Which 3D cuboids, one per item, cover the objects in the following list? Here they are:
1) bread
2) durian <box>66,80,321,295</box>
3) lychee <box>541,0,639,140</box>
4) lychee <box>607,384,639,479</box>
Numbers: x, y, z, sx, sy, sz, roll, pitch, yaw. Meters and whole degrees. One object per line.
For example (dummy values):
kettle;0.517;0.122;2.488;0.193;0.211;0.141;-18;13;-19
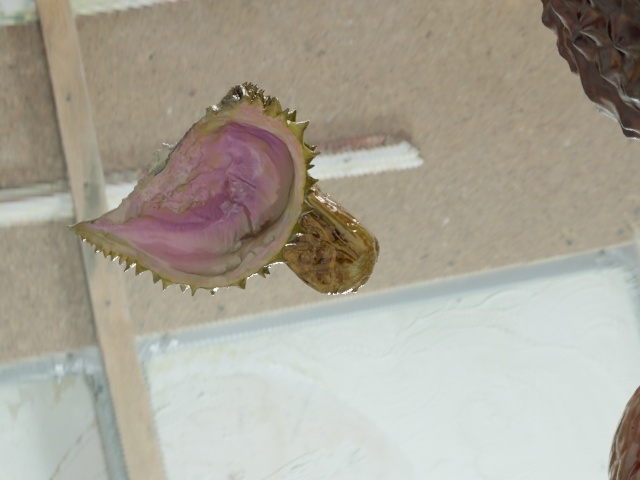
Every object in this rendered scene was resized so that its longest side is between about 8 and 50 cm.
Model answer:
bread;0.000;0.000;1.232;0.111;0.083;0.044;42;-139;9
durian;-0.088;-0.040;1.109;0.165;0.132;0.182;35;-82;41
lychee;0.442;-0.243;1.295;0.500;0.424;0.424;22;-109;19
lychee;0.347;0.191;1.092;0.300;0.255;0.255;-7;-104;-34
